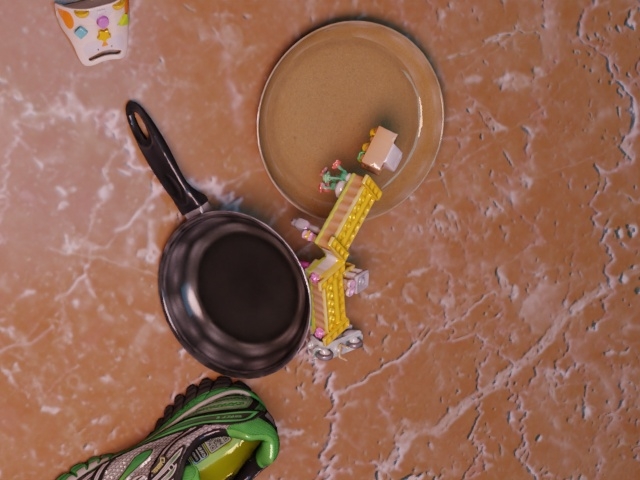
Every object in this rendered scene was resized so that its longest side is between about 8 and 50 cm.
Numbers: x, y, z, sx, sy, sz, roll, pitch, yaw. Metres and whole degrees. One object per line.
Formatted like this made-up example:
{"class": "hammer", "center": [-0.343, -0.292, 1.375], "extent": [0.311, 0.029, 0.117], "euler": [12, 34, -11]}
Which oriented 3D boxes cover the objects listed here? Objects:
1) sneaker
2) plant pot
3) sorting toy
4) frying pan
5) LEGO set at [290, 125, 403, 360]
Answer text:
{"class": "sneaker", "center": [-0.195, 0.291, 1.888], "extent": [0.343, 0.146, 0.134], "euler": [-42, 113, -8]}
{"class": "plant pot", "center": [0.032, -0.139, 1.950], "extent": [0.236, 0.032, 0.236], "euler": [-4, 102, -21]}
{"class": "sorting toy", "center": [-0.240, -0.229, 1.822], "extent": [0.083, 0.045, 0.075], "euler": [-17, 126, -18]}
{"class": "frying pan", "center": [-0.139, 0.015, 1.892], "extent": [0.326, 0.053, 0.197], "euler": [44, 119, 10]}
{"class": "LEGO set", "center": [0.000, 0.000, 1.921], "extent": [0.132, 0.107, 0.287], "euler": [-16, 121, -53]}
